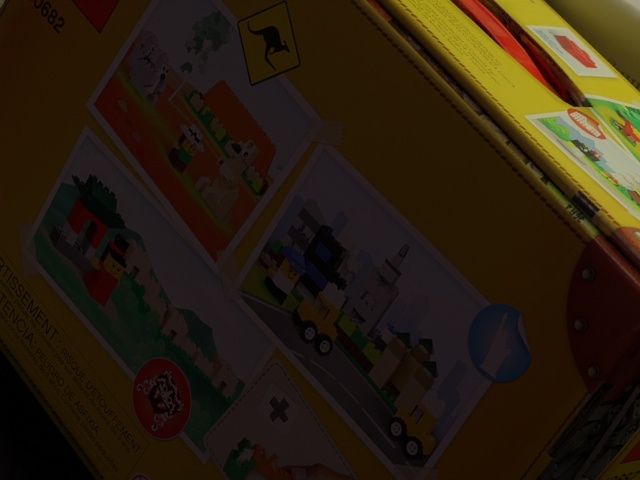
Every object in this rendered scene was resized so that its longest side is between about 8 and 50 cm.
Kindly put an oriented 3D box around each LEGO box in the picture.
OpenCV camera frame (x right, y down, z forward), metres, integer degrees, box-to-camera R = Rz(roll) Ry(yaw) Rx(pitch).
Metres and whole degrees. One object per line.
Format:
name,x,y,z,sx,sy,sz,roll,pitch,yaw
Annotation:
LEGO box,0.000,0.000,1.197,0.193,0.372,0.500,-3,45,-51

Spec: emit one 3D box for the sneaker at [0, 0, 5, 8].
sneaker,-0.288,-0.187,1.499,0.121,0.079,0.217,0,72,19

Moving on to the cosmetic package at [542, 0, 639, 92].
cosmetic package,0.294,-0.074,1.406,0.329,0.394,0.327,34,51,6
